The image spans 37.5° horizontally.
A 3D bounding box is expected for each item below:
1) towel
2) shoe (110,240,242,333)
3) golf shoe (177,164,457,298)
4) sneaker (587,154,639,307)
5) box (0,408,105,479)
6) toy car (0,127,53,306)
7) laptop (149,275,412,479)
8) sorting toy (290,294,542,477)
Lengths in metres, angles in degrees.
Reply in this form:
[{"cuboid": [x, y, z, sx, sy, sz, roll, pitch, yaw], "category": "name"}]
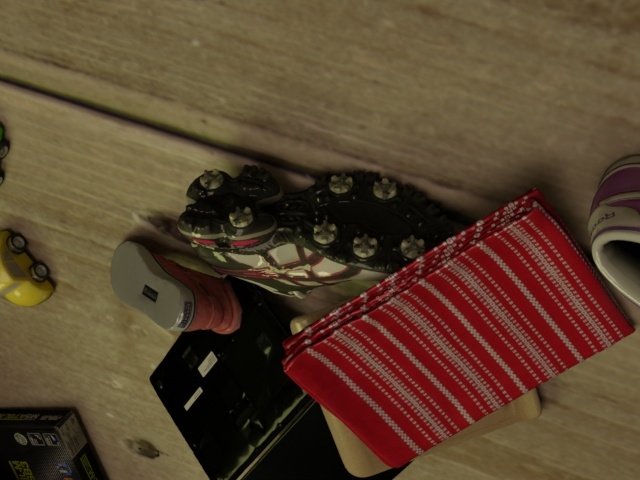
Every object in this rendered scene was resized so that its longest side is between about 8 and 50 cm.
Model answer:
[{"cuboid": [0.125, 0.093, 0.856, 0.275, 0.031, 0.199, -33, 121, 15], "category": "towel"}, {"cuboid": [-0.155, 0.053, 1.005, 0.178, 0.081, 0.063, 29, 102, 50], "category": "shoe"}, {"cuboid": [0.000, 0.000, 0.914, 0.273, 0.105, 0.120, 10, 143, 18], "category": "golf shoe"}, {"cuboid": [0.344, 0.034, 0.730, 0.282, 0.161, 0.102, 16, 121, 13], "category": "sneaker"}, {"cuboid": [-0.377, 0.313, 1.269, 0.184, 0.045, 0.190, -5, 116, 25], "category": "box"}, {"cuboid": [-0.408, -0.041, 1.076, 0.239, 0.053, 0.225, 26, 125, 8], "category": "toy car"}, {"cuboid": [-0.035, 0.182, 1.068, 0.264, 0.137, 0.234, 53, 128, 20], "category": "laptop"}, {"cuboid": [0.096, 0.124, 0.931, 0.208, 0.038, 0.193, -18, 111, 4], "category": "sorting toy"}]
